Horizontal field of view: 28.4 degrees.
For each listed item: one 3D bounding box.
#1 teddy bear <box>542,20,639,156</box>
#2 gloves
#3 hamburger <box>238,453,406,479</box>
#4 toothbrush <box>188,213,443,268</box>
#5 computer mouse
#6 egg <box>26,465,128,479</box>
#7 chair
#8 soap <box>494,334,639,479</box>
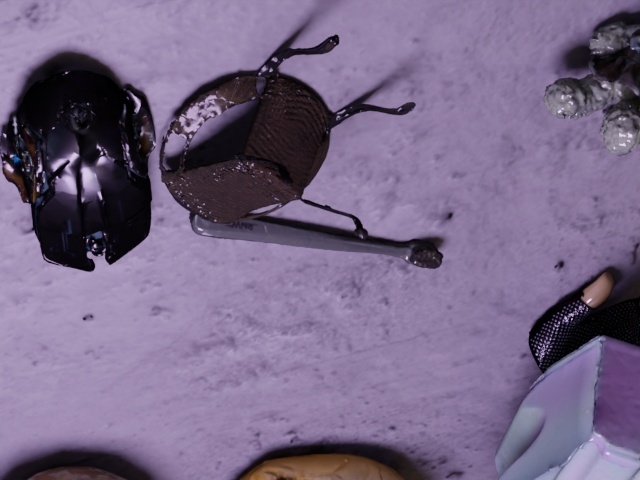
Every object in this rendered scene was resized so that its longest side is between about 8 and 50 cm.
[{"bbox_3d":[0.332,-0.177,1.234,0.213,0.133,0.111,-51,150,11],"label":"teddy bear"},{"bbox_3d":[0.353,0.119,1.527,0.180,0.129,0.106,-28,147,23],"label":"gloves"},{"bbox_3d":[-0.007,0.417,1.646,0.284,0.174,0.304,3,132,-18],"label":"hamburger"},{"bbox_3d":[0.000,0.000,1.352,0.297,0.030,0.030,9,103,-24],"label":"toothbrush"},{"bbox_3d":[-0.221,-0.055,1.187,0.146,0.077,0.242,-10,135,-8],"label":"computer mouse"},{"bbox_3d":[-0.283,0.368,1.491,0.203,0.203,0.245,-39,138,19],"label":"egg"},{"bbox_3d":[-0.042,-0.086,1.213,0.213,0.149,0.174,-3,153,43],"label":"chair"},{"bbox_3d":[0.338,0.305,1.514,0.261,0.156,0.446,18,145,6],"label":"soap"}]
